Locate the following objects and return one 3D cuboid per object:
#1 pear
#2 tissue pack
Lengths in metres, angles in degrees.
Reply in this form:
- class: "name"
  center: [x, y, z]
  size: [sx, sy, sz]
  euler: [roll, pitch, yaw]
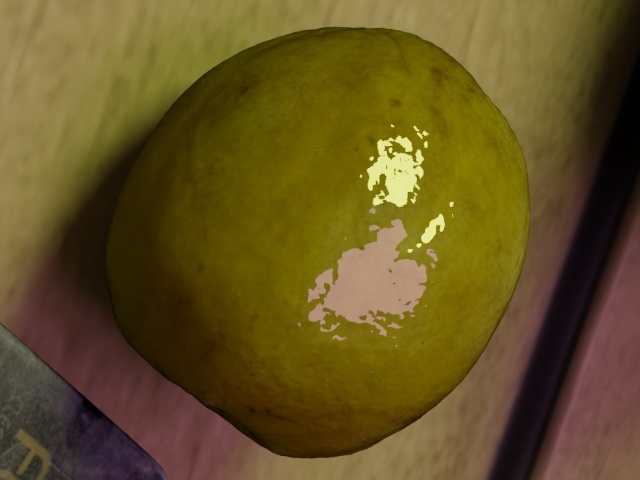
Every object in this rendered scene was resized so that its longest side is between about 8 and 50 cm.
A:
- class: "pear"
  center: [0.000, 0.000, 0.716]
  size: [0.162, 0.149, 0.149]
  euler: [-51, 131, -17]
- class: "tissue pack"
  center: [-0.138, 0.084, 0.684]
  size: [0.112, 0.051, 0.156]
  euler: [-55, 131, -15]
